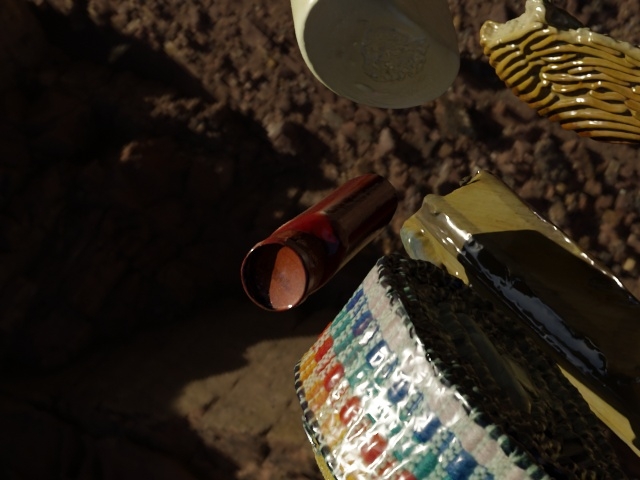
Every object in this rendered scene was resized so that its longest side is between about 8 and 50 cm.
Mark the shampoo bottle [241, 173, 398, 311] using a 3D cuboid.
[{"bbox_3d":[0.000,0.000,0.964,0.102,0.260,0.064,-38,90,21],"label":"shampoo bottle"}]

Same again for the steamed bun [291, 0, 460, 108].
[{"bbox_3d":[0.057,-0.283,1.333,0.154,0.200,0.250,-34,135,26],"label":"steamed bun"}]

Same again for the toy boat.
[{"bbox_3d":[0.242,0.084,1.099,0.445,0.136,0.162,48,162,43],"label":"toy boat"}]

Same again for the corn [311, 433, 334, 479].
[{"bbox_3d":[0.065,0.238,0.929,0.086,0.086,0.288,58,173,-29],"label":"corn"}]

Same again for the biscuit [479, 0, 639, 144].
[{"bbox_3d":[0.265,-0.162,1.012,0.228,0.031,0.176,1,134,52],"label":"biscuit"}]

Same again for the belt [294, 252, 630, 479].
[{"bbox_3d":[0.101,0.156,0.812,0.206,0.160,0.295,21,-155,-42],"label":"belt"}]
